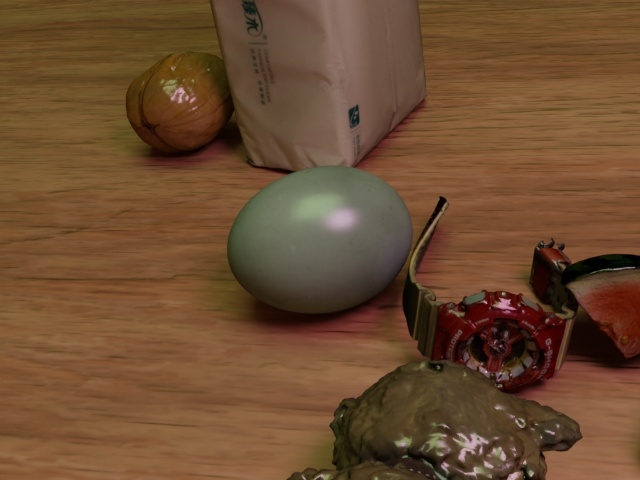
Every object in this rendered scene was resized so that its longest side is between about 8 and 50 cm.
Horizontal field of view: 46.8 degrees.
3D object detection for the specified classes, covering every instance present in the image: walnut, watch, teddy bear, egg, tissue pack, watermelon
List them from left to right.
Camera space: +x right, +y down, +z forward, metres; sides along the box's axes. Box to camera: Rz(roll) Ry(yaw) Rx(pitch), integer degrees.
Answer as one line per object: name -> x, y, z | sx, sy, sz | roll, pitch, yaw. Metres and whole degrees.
walnut -> -0.194, -0.203, 1.078 | 0.144, 0.144, 0.180 | 7, 34, 18
tissue pack -> -0.001, -0.319, 1.002 | 0.207, 0.380, 0.297 | 11, 40, 29
egg -> 0.000, 0.000, 0.758 | 0.192, 0.149, 0.149 | -15, 37, -10
teddy bear -> 0.061, 0.186, 0.493 | 0.267, 0.156, 0.256 | 2, 25, 28
watch -> 0.170, 0.038, 0.746 | 0.164, 0.102, 0.268 | 11, 30, 11
watermelon -> 0.286, 0.059, 0.656 | 0.135, 0.125, 0.094 | 6, 81, 33
